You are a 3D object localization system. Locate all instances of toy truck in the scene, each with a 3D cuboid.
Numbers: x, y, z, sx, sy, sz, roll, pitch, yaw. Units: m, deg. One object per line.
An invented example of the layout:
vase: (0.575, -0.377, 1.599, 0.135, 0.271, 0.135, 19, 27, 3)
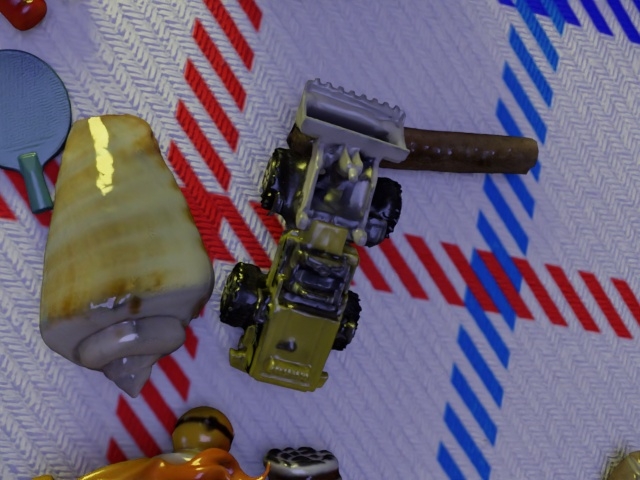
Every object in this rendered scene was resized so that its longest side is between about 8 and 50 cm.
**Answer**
toy truck: (0.000, 0.000, 0.710, 0.136, 0.111, 0.286, 16, 97, -14)

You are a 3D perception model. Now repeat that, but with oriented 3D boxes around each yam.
yam: (0.096, -0.094, 0.785, 0.264, 0.046, 0.046, 1, 88, -14)

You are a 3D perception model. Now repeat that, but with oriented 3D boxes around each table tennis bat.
table tennis bat: (-0.277, -0.101, 0.709, 0.100, 0.019, 0.155, -17, 91, -14)

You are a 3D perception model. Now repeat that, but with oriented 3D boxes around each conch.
conch: (-0.177, 0.010, 0.673, 0.158, 0.127, 0.255, -12, 91, -13)

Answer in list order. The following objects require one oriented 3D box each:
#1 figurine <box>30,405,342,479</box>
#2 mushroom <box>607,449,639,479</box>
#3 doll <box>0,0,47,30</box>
figurine: (-0.124, 0.298, 0.644, 0.323, 0.196, 0.320, 12, 42, -21)
mushroom: (0.419, 0.307, 0.829, 0.225, 0.093, 0.116, 36, 101, -15)
doll: (-0.319, -0.307, 0.677, 0.142, 0.076, 0.245, -45, 102, -12)
